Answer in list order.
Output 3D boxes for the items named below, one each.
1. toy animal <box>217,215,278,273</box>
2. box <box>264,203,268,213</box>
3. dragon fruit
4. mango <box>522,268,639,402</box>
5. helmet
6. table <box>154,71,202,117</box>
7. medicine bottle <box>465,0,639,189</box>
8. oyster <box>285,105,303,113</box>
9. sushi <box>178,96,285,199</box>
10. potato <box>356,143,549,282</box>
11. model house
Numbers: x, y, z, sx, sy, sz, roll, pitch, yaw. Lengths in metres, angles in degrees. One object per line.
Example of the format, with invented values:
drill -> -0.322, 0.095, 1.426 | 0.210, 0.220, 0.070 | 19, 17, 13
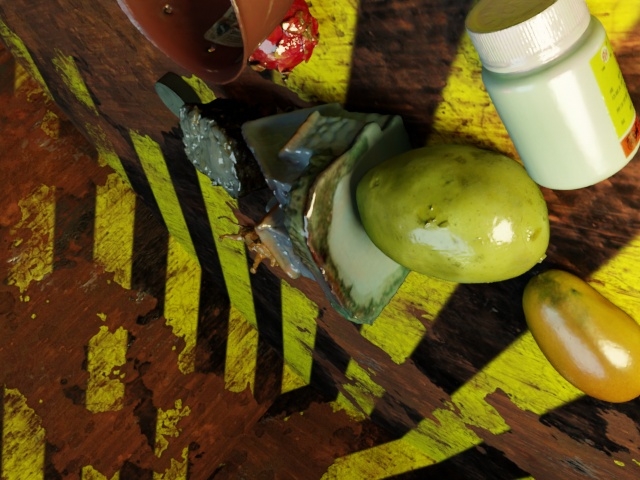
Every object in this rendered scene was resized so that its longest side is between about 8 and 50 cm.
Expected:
toy animal -> -0.235, -0.013, 2.409 | 0.255, 0.116, 0.114 | 43, 140, 17
box -> 0.000, 0.000, 1.938 | 0.289, 0.073, 0.290 | 49, 162, -19
dragon fruit -> -0.074, -0.339, 1.216 | 0.133, 0.136, 0.166 | 24, -167, -25
mango -> 0.444, 0.161, 1.260 | 0.254, 0.139, 0.175 | 47, 150, 13
helmet -> -0.152, -0.428, 1.004 | 0.338, 0.230, 0.384 | 10, 135, 58
table -> -0.362, -0.365, 1.908 | 0.133, 0.043, 0.133 | 38, 162, 15
medicine bottle -> 0.264, -0.178, 0.844 | 0.139, 0.139, 0.225 | 18, 150, 53
oyster -> -0.012, -0.203, 1.530 | 0.177, 0.056, 0.105 | 43, 155, 13
sushi -> -0.180, -0.221, 1.613 | 0.343, 0.182, 0.196 | 31, 146, 52
potato -> 0.203, -0.042, 1.156 | 0.304, 0.215, 0.215 | 11, 146, 40
model house -> -0.019, -0.077, 1.392 | 0.339, 0.297, 0.360 | 22, 155, 39
